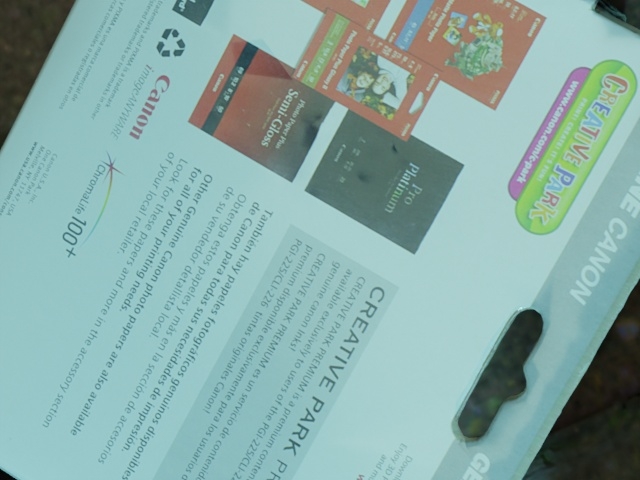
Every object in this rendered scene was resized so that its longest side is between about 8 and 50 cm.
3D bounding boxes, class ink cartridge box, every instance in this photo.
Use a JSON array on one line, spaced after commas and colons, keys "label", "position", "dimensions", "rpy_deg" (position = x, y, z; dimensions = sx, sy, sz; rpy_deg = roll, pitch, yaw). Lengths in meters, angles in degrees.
[{"label": "ink cartridge box", "position": [0.000, 0.000, 0.775], "dimensions": [0.272, 0.130, 0.309], "rpy_deg": [31, 101, 12]}]
